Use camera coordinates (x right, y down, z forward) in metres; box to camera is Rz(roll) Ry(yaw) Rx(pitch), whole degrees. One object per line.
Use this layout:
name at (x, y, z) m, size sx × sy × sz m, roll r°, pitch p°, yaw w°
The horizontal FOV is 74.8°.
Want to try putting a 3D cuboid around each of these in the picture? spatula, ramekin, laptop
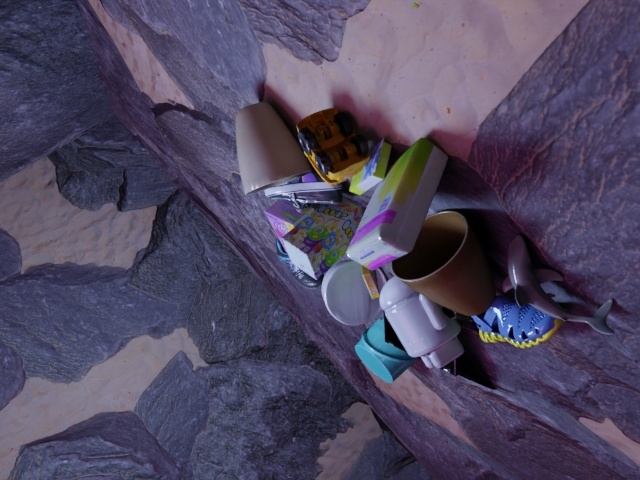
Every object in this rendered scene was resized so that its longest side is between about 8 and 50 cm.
spatula at (-0.008, -0.145, 1.686) m, size 0.084 × 0.030 × 0.296 m, roll 24°, pitch 148°, yaw 42°
ramekin at (0.129, 0.201, 1.714) m, size 0.273 × 0.273 × 0.127 m, roll 55°, pitch 170°, yaw -16°
laptop at (0.469, 0.385, 1.692) m, size 0.382 × 0.236 × 0.408 m, roll 12°, pitch 110°, yaw 56°

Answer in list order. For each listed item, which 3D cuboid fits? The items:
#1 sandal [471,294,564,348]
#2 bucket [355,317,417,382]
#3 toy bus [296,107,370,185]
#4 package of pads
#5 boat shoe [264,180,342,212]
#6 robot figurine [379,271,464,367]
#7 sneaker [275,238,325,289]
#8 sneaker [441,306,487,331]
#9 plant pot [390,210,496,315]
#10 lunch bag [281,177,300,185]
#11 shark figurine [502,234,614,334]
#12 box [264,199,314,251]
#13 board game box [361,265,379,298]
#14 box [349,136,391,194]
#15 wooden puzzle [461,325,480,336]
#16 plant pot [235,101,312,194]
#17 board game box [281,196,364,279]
sandal at (0.522, 0.211, 1.161) m, size 0.138 × 0.126 × 0.317 m, roll 53°, pitch 157°, yaw -1°
bucket at (0.311, 0.527, 2.004) m, size 0.281 × 0.183 × 0.281 m, roll 40°, pitch 157°, yaw 21°
toy bus at (0.037, -0.239, 1.232) m, size 0.220 × 0.149 × 0.211 m, roll 58°, pitch 166°, yaw 27°
package of pads at (0.190, -0.081, 1.064) m, size 0.101 × 0.297 × 0.229 m, roll 29°, pitch 159°, yaw -7°
boat shoe at (-0.062, -0.157, 1.510) m, size 0.306 × 0.113 × 0.105 m, roll -2°, pitch 101°, yaw 20°
robot figurine at (0.334, 0.250, 1.421) m, size 0.353 × 0.199 × 0.300 m, roll 60°, pitch 161°, yaw 12°
sneaker at (-0.112, 0.116, 2.095) m, size 0.341 × 0.125 × 0.140 m, roll 38°, pitch 159°, yaw 26°
sneaker at (0.451, 0.231, 1.323) m, size 0.083 × 0.118 × 0.222 m, roll 13°, pitch 140°, yaw 56°
plant pot at (0.362, 0.090, 1.152) m, size 0.254 × 0.237 × 0.237 m, roll 44°, pitch 162°, yaw -23°
lunch bag at (-0.147, -0.264, 1.680) m, size 0.129 × 0.096 × 0.151 m, roll 38°, pitch 138°, yaw 25°
shark figurine at (0.523, 0.140, 0.990) m, size 0.278 × 0.116 × 0.166 m, roll 45°, pitch 136°, yaw 22°
box at (-0.094, -0.038, 1.790) m, size 0.213 × 0.117 × 0.243 m, roll 26°, pitch 148°, yaw 46°
board game box at (0.173, 0.079, 1.537) m, size 0.259 × 0.039 × 0.124 m, roll -94°, pitch -17°, yaw -53°
box at (0.143, -0.207, 1.189) m, size 0.042 × 0.109 × 0.178 m, roll 19°, pitch 165°, yaw -15°
wooden puzzle at (0.514, 0.309, 1.411) m, size 0.078 × 0.014 × 0.116 m, roll 19°, pitch 174°, yaw 43°
plant pot at (-0.194, -0.332, 1.480) m, size 0.256 × 0.256 × 0.274 m, roll -9°, pitch 102°, yaw 65°
board game box at (0.021, -0.020, 1.508) m, size 0.144 × 0.275 × 0.142 m, roll 30°, pitch 152°, yaw 39°
